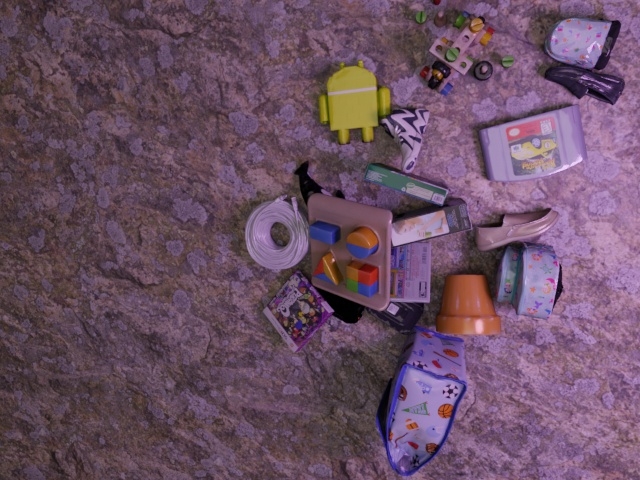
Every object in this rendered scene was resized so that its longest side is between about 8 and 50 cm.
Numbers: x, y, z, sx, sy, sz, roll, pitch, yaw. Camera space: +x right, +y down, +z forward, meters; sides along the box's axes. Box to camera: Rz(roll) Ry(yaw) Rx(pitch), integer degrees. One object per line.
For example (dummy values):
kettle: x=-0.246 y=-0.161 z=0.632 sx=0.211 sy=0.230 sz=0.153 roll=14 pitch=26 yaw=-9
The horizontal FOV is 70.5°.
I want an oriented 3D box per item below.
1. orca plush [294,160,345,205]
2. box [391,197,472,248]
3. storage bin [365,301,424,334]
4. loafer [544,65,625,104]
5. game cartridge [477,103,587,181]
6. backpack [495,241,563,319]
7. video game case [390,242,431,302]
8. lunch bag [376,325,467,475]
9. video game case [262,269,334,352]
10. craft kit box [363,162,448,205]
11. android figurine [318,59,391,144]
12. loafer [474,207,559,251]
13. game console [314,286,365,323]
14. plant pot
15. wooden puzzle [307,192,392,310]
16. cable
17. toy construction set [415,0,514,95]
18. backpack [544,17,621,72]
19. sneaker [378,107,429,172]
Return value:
orca plush: x=0.000 y=-0.145 z=1.596 sx=0.151 sy=0.102 sz=0.287 roll=-21 pitch=94 yaw=18
box: x=0.334 y=-0.055 z=1.485 sx=0.289 sy=0.169 sz=0.087 roll=-14 pitch=98 yaw=12
storage bin: x=0.264 y=0.234 z=1.607 sx=0.180 sy=0.084 sz=0.122 roll=31 pitch=107 yaw=7
loafer: x=0.778 y=-0.461 z=1.343 sx=0.223 sy=0.076 sz=0.078 roll=17 pitch=97 yaw=7
game cartridge: x=0.664 y=-0.290 z=1.420 sx=0.294 sy=0.060 sz=0.196 roll=-13 pitch=101 yaw=17
backpack: x=0.643 y=0.122 z=1.395 sx=0.191 sy=0.253 sz=0.225 roll=7 pitch=103 yaw=14
video game case: x=0.279 y=0.106 z=1.554 sx=0.193 sy=0.023 sz=0.213 roll=1 pitch=67 yaw=15
lunch bag: x=0.330 y=0.533 z=1.518 sx=0.238 sy=0.328 sz=0.386 roll=15 pitch=107 yaw=15
video game case: x=-0.088 y=0.264 z=1.688 sx=0.210 sy=0.041 sz=0.232 roll=49 pitch=115 yaw=22
craft kit box: x=0.279 y=-0.184 z=1.440 sx=0.249 sy=0.246 sz=0.061 roll=21 pitch=102 yaw=10
android figurine: x=0.112 y=-0.465 z=1.531 sx=0.248 sy=0.056 sz=0.273 roll=-4 pitch=100 yaw=16
loafer: x=0.620 y=-0.048 z=1.450 sx=0.268 sy=0.102 sz=0.092 roll=-24 pitch=99 yaw=18
game console: x=0.098 y=0.101 z=1.613 sx=0.213 sy=0.044 sz=0.361 roll=25 pitch=103 yaw=33
plant pot: x=0.484 y=0.208 z=1.498 sx=0.205 sy=0.205 sz=0.188 roll=-2 pitch=84 yaw=15
wooden puzzle: x=0.079 y=0.042 z=1.493 sx=0.322 sy=0.080 sz=0.348 roll=18 pitch=120 yaw=35
cable: x=-0.155 y=-0.024 z=1.665 sx=0.257 sy=0.089 sz=0.257 roll=-18 pitch=94 yaw=21
toy construction set: x=0.391 y=-0.603 z=1.335 sx=0.257 sy=0.237 sz=0.309 roll=-27 pitch=92 yaw=18
backpack: x=0.748 y=-0.579 z=1.310 sx=0.182 sy=0.115 sz=0.152 roll=16 pitch=107 yaw=14
sneaker: x=0.252 y=-0.333 z=1.458 sx=0.153 sy=0.094 sz=0.235 roll=15 pitch=77 yaw=10
